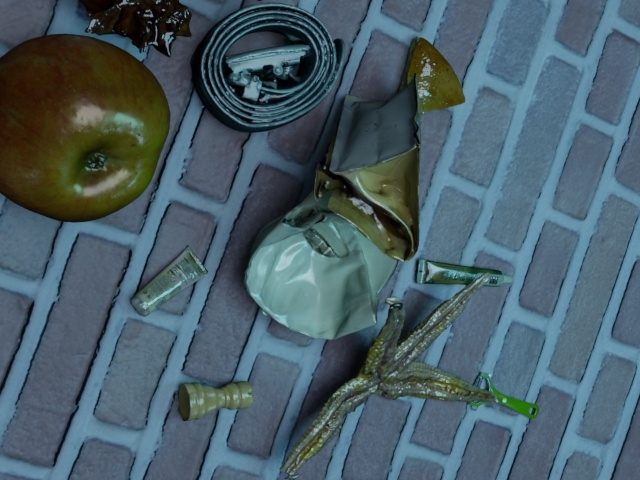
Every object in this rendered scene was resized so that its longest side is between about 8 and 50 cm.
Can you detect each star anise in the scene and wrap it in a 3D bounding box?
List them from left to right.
[{"bbox_3d":[-0.249,-0.392,1.619,0.346,0.148,0.237,0,50,-18],"label":"star anise"}]

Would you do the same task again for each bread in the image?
[{"bbox_3d":[0.211,-0.280,1.907,0.136,0.054,0.154,19,91,-26],"label":"bread"}]

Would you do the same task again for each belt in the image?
[{"bbox_3d":[-0.083,-0.296,1.748,0.267,0.116,0.206,-25,99,-16],"label":"belt"}]

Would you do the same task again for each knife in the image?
[{"bbox_3d":[0.369,0.320,2.050,0.166,0.022,0.078,24,91,-22],"label":"knife"}]

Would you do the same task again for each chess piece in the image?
[{"bbox_3d":[-0.181,0.275,1.800,0.122,0.066,0.066,-1,96,-28],"label":"chess piece"}]

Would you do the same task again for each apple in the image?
[{"bbox_3d":[-0.372,-0.171,1.561,0.301,0.301,0.301,-2,96,-22],"label":"apple"}]

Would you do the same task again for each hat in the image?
[{"bbox_3d":[0.003,0.002,1.817,0.258,0.168,0.301,49,52,-26],"label":"hat"}]

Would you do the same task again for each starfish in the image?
[{"bbox_3d":[0.144,0.240,1.854,0.398,0.132,0.384,2,126,-33],"label":"starfish"}]

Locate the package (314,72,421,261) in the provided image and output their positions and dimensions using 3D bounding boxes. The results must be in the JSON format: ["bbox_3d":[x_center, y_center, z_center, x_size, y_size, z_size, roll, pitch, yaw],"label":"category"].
[{"bbox_3d":[0.087,-0.131,1.741,0.165,0.311,0.221,1,121,6],"label":"package"}]

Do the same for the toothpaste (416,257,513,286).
[{"bbox_3d":[0.276,0.067,1.980,0.204,0.031,0.049,6,93,-20],"label":"toothpaste"}]

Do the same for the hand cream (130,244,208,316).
[{"bbox_3d":[-0.261,0.073,1.762,0.143,0.039,0.061,-39,102,-24],"label":"hand cream"}]
